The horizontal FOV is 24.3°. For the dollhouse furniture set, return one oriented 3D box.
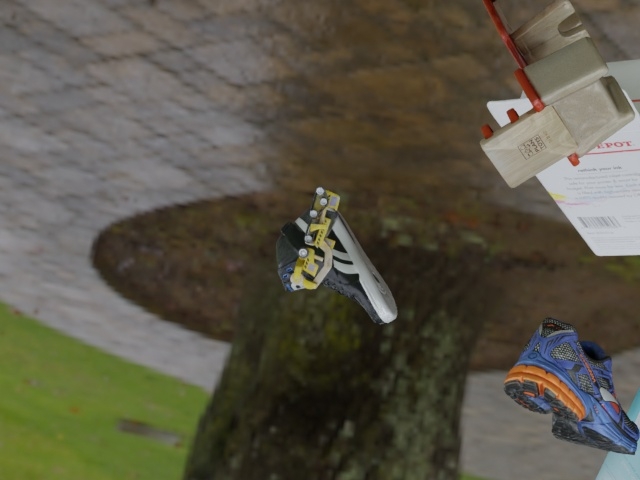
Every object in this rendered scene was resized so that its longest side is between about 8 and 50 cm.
[{"bbox_3d":[0.192,-0.187,1.459,0.135,0.259,0.262,-31,133,13],"label":"dollhouse furniture set"}]

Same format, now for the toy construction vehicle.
[{"bbox_3d":[0.000,0.000,1.462,0.035,0.098,0.086,16,177,2],"label":"toy construction vehicle"}]

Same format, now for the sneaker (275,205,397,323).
[{"bbox_3d":[0.013,0.055,2.059,0.121,0.217,0.079,-36,146,9],"label":"sneaker"}]

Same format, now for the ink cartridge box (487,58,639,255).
[{"bbox_3d":[0.387,-0.123,1.926,0.207,0.119,0.353,-2,146,38],"label":"ink cartridge box"}]

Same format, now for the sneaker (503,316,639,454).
[{"bbox_3d":[0.256,0.143,1.420,0.083,0.087,0.221,12,161,35],"label":"sneaker"}]

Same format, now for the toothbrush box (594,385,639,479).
[{"bbox_3d":[0.433,0.235,1.602,0.216,0.126,0.295,-9,137,-24],"label":"toothbrush box"}]
